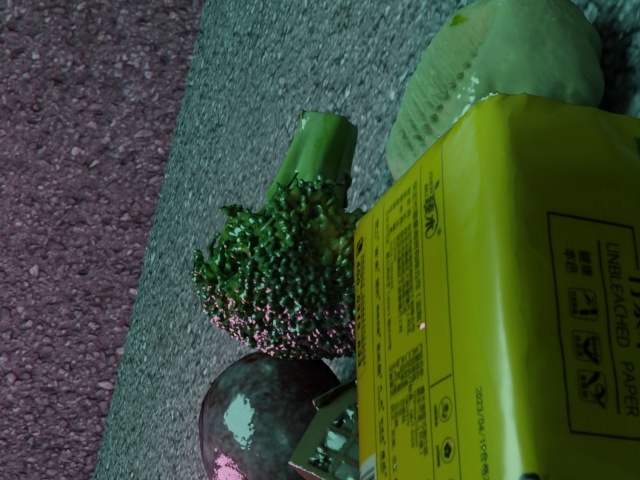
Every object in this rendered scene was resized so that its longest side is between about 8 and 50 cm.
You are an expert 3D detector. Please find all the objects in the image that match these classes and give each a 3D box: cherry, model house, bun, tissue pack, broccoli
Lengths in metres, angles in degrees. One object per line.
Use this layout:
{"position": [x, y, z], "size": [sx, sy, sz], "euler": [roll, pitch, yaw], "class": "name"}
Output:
{"position": [-0.056, 0.269, 1.575], "size": [0.230, 0.203, 0.300], "euler": [-41, 53, 53], "class": "cherry"}
{"position": [0.112, 0.187, 1.290], "size": [0.176, 0.181, 0.248], "euler": [21, 72, 31], "class": "model house"}
{"position": [0.181, -0.122, 1.191], "size": [0.259, 0.160, 0.259], "euler": [-56, 15, 25], "class": "bun"}
{"position": [0.171, 0.118, 0.997], "size": [0.293, 0.228, 0.382], "euler": [132, 141, -57], "class": "tissue pack"}
{"position": [0.010, 0.020, 1.483], "size": [0.302, 0.249, 0.375], "euler": [-53, -17, -3], "class": "broccoli"}
